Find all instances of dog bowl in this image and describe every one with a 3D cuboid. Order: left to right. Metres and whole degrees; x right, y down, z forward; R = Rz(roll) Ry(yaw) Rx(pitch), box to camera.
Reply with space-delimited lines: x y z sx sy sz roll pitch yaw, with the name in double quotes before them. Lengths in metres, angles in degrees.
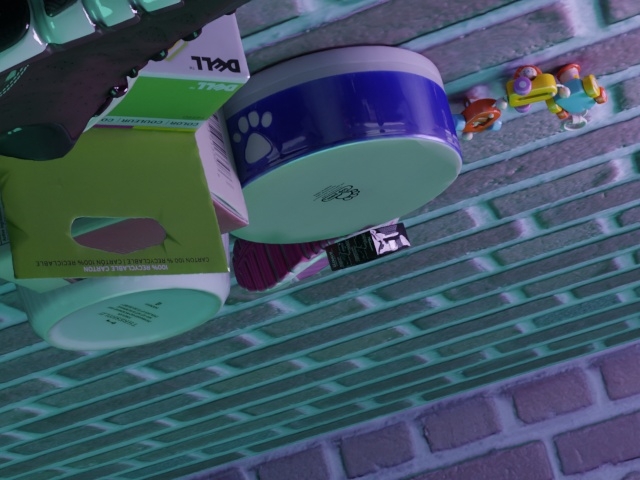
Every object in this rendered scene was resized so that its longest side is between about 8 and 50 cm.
"dog bowl" 0.011 -0.094 1.392 0.265 0.104 0.265 -12 161 -4

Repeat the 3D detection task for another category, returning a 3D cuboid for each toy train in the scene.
"toy train" 0.230 -0.157 1.467 0.166 0.046 0.125 -3 160 -21

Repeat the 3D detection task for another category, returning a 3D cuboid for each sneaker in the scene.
"sneaker" -0.106 -0.131 0.727 0.281 0.106 0.162 -23 162 -15
"sneaker" 0.000 0.000 1.651 0.252 0.102 0.111 -26 156 32

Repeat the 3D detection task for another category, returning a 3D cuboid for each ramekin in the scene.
"ramekin" -0.228 0.036 1.551 0.273 0.127 0.273 -13 161 -5

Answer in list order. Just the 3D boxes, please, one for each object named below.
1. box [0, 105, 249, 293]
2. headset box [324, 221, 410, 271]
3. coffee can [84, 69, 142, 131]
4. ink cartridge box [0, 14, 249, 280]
"box" -0.206 -0.060 1.262 0.232 0.148 0.127 -18 162 12
"headset box" 0.051 0.008 1.526 0.083 0.032 0.062 -20 175 43
"coffee can" -0.233 -0.191 0.796 0.202 0.201 0.275 -16 162 6
"ink cartridge box" -0.151 -0.106 1.006 0.189 0.255 0.097 -1 157 -35
